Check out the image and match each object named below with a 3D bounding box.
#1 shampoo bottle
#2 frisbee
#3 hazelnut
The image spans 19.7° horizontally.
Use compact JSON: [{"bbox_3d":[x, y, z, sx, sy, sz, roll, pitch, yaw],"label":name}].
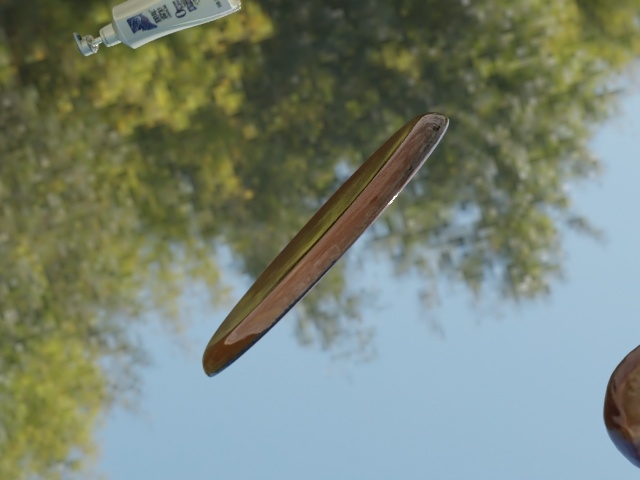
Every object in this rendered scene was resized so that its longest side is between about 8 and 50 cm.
[{"bbox_3d":[-0.140,-0.189,1.555,0.141,0.049,0.034,-23,-131,11],"label":"shampoo bottle"},{"bbox_3d":[0.000,0.000,1.306,0.251,0.021,0.251,-48,-175,5],"label":"frisbee"},{"bbox_3d":[0.313,0.132,1.548,0.154,0.143,0.143,-21,-167,18],"label":"hazelnut"}]
